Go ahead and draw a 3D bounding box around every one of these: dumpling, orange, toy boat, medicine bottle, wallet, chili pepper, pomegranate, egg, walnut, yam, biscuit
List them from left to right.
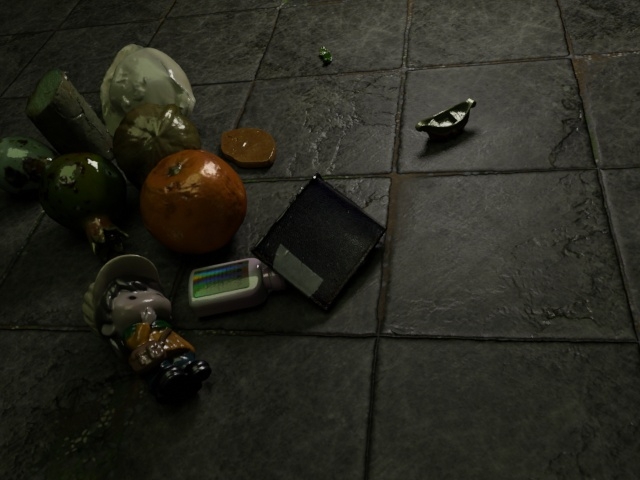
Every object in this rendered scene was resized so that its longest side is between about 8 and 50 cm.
[{"bbox_3d":[-0.861,-0.218,1.790,0.231,0.169,0.169,6,48,2],"label":"egg"},{"bbox_3d":[-0.735,-0.343,1.798,0.167,0.304,0.168,-9,55,12],"label":"yam"},{"bbox_3d":[-0.603,-0.107,1.580,0.230,0.231,0.286,-28,47,-12],"label":"pomegranate"},{"bbox_3d":[-0.555,-0.442,1.942,0.395,0.233,0.316,39,97,23],"label":"dumpling"},{"bbox_3d":[-0.439,-0.243,1.656,0.227,0.283,0.283,17,47,-10],"label":"walnut"},{"bbox_3d":[-0.309,-0.092,1.495,0.260,0.261,0.261,-7,46,7],"label":"orange"},{"bbox_3d":[-0.187,0.100,1.389,0.219,0.078,0.115,-11,44,3],"label":"medicine bottle"},{"bbox_3d":[-0.207,-0.271,1.776,0.220,0.029,0.142,29,61,34],"label":"biscuit"},{"bbox_3d":[0.000,0.000,1.392,0.221,0.071,0.262,39,63,-2],"label":"wallet"},{"bbox_3d":[0.018,-0.619,2.053,0.030,0.034,0.091,-39,42,23],"label":"chili pepper"},{"bbox_3d":[0.341,-0.321,1.662,0.185,0.071,0.089,-26,48,-10],"label":"toy boat"}]

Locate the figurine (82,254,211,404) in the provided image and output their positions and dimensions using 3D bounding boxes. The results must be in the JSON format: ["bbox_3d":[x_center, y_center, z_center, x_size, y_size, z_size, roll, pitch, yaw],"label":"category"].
[{"bbox_3d":[-0.378,0.200,1.296,0.185,0.204,0.332,-2,55,-50],"label":"figurine"}]
